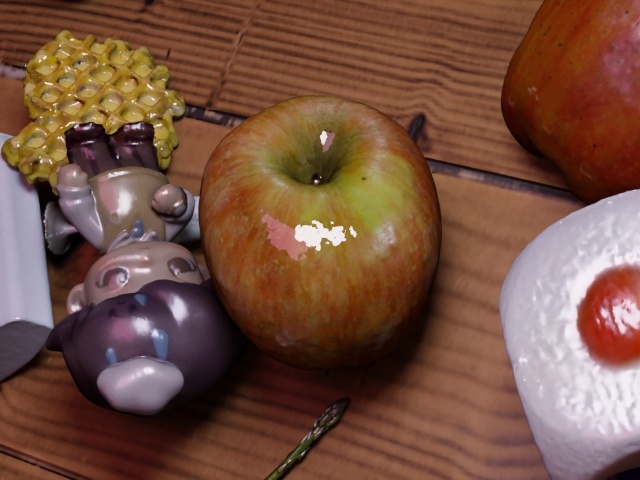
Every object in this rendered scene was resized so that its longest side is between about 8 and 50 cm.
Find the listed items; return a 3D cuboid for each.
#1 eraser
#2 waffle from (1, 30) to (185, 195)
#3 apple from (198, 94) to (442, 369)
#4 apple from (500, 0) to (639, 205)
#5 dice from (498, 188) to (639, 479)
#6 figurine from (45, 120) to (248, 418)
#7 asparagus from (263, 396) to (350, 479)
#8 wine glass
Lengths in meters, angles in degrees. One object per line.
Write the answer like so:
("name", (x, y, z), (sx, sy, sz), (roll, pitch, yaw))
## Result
("eraser", (-0.429, 0.025, 2.128), (0.189, 0.104, 0.290), (-34, 54, 31))
("waffle", (-0.303, -0.170, 2.149), (0.249, 0.056, 0.253), (-17, 60, -21))
("apple", (0.000, 0.000, 1.866), (0.277, 0.250, 0.309), (7, 49, 11))
("apple", (0.386, -0.201, 1.845), (0.365, 0.329, 0.295), (-43, 96, 5))
("dice", (0.326, 0.122, 1.651), (0.243, 0.251, 0.259), (-22, 58, 12))
("figurine", (-0.201, 0.029, 1.942), (0.206, 0.218, 0.365), (-19, 74, 50))
("asparagus", (-0.047, 0.264, 1.893), (0.022, 0.023, 0.233), (44, 88, -10))
("wine glass", (-0.222, -0.023, 2.091), (0.262, 0.074, 0.074), (-4, 64, 23))
